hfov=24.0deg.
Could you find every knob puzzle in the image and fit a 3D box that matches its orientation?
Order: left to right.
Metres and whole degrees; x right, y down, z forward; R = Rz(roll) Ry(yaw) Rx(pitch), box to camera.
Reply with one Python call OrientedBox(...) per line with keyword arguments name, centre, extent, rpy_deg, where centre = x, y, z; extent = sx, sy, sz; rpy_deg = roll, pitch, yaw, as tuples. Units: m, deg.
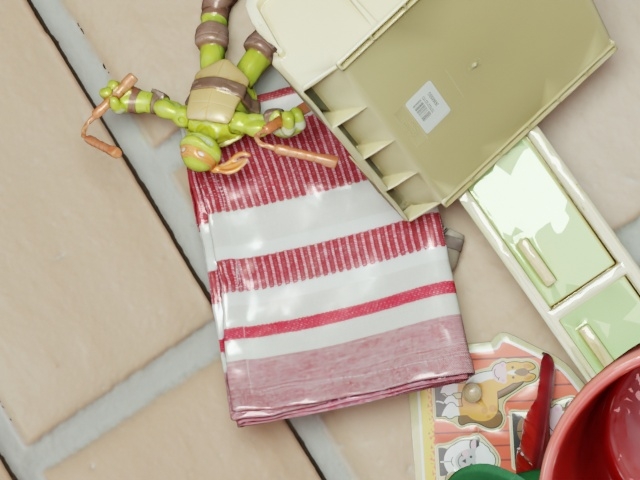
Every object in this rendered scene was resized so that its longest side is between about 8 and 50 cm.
OrientedBox(name="knob puzzle", centre=(0.185, 0.186, 1.467), extent=(0.213, 0.030, 0.213), rpy_deg=(0, 89, 9))

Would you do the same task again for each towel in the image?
OrientedBox(name="towel", centre=(0.000, 0.000, 1.457), extent=(0.237, 0.037, 0.329), rpy_deg=(-14, 74, 8))

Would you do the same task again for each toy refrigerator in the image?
OrientedBox(name="toy refrigerator", centre=(0.236, 0.021, 1.426), extent=(0.102, 0.094, 0.269), rpy_deg=(-35, 85, 7))

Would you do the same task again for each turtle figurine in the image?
OrientedBox(name="turtle figurine", centre=(-0.082, -0.145, 1.452), extent=(0.269, 0.087, 0.217), rpy_deg=(7, 64, 23))

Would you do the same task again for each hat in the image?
OrientedBox(name="hat", centre=(0.226, 0.243, 1.374), extent=(0.173, 0.183, 0.208), rpy_deg=(9, 114, 46))

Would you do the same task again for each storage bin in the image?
OrientedBox(name="storage bin", centre=(0.101, -0.183, 1.318), extent=(0.260, 0.262, 0.123), rpy_deg=(-43, 54, 0))

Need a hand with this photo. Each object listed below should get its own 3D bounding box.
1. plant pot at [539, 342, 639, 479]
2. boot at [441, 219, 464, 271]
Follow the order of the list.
OrientedBox(name="plant pot", centre=(0.324, 0.187, 1.247), extent=(0.275, 0.243, 0.275), rpy_deg=(2, 100, 13))
OrientedBox(name="boot", centre=(0.079, 0.001, 1.482), extent=(0.118, 0.042, 0.087), rpy_deg=(34, 89, 7))
